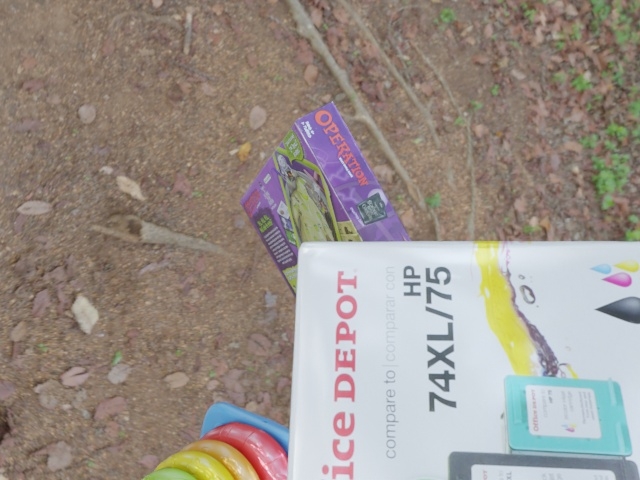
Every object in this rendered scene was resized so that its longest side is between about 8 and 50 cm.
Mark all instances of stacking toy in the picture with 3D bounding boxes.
[{"bbox_3d":[-0.143,0.282,0.622,0.301,0.175,0.166,5,97,-60],"label":"stacking toy"}]

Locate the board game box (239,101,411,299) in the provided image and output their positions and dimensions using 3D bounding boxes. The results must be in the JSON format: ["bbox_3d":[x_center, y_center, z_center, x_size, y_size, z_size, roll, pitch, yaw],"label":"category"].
[{"bbox_3d":[0.000,0.000,0.708,0.056,0.347,0.208,-34,92,-17],"label":"board game box"}]

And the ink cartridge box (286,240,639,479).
[{"bbox_3d":[0.122,0.124,0.410,0.269,0.197,0.198,0,68,5],"label":"ink cartridge box"}]
